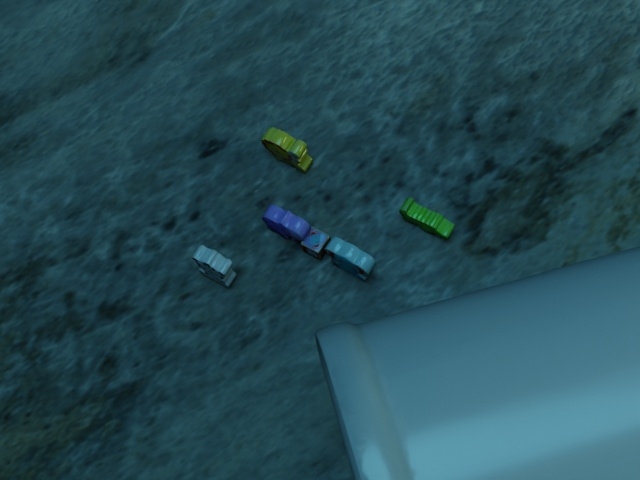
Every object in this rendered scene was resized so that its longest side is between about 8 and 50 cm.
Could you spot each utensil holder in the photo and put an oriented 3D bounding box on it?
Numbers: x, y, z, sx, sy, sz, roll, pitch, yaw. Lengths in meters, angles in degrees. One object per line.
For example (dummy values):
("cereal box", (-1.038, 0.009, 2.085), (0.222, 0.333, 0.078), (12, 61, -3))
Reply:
("utensil holder", (0.221, 0.179, 1.665), (0.385, 0.327, 0.327), (-17, 66, -2))

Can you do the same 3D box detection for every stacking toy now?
("stacking toy", (0.000, 0.000, 1.916), (0.221, 0.052, 0.167), (27, 73, 17))
